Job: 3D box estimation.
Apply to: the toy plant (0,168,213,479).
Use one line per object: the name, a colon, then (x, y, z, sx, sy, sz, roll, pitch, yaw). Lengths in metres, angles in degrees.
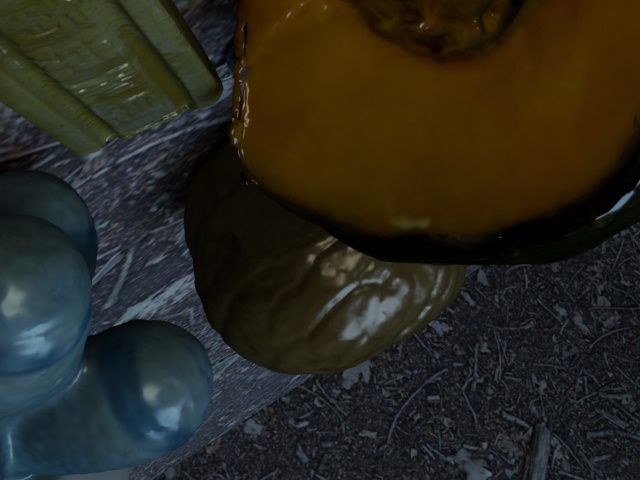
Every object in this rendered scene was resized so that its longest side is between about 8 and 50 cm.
toy plant: (-0.199, 0.095, 0.732, 0.247, 0.247, 0.332, -30, 164, -32)

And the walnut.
walnut: (0.000, 0.000, 0.979, 0.228, 0.228, 0.228, -35, 170, -7)

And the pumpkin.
pumpkin: (0.114, -0.117, 0.704, 0.303, 0.256, 0.225, -25, 180, 30)

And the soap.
soap: (-0.112, -0.095, 0.594, 0.092, 0.037, 0.252, -21, 170, 3)

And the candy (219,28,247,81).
candy: (-0.038, -0.127, 0.795, 0.030, 0.020, 0.083, -22, 163, -50)
